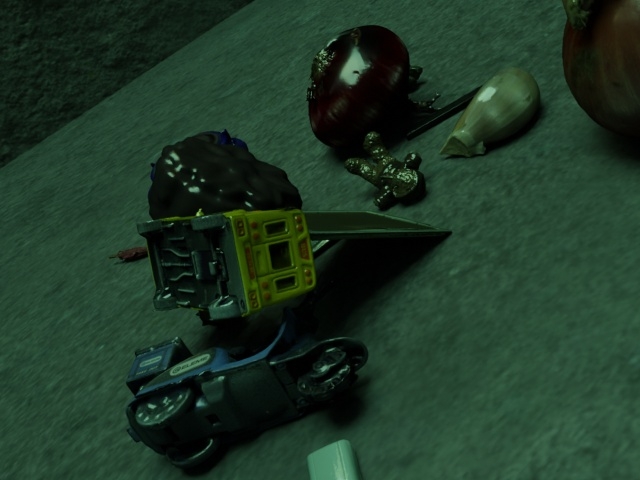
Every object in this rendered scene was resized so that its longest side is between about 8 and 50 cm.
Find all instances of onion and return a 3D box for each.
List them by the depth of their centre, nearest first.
[{"bbox_3d":[0.508,-0.305,1.043,0.354,0.353,0.353,-22,30,13],"label":"onion"},{"bbox_3d":[0.103,-0.305,1.509,0.273,0.285,0.273,-58,18,31],"label":"onion"}]

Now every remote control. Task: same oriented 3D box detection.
[{"bbox_3d":[0.020,0.288,0.786,0.061,0.029,0.162,-28,29,6],"label":"remote control"}]

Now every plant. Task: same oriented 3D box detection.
[{"bbox_3d":[0.153,-0.374,1.673,0.174,0.087,0.085,1,76,37],"label":"plant"}]

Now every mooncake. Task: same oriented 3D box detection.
[{"bbox_3d":[-0.168,-0.084,1.308,0.283,0.283,0.141,-101,31,-60],"label":"mooncake"}]

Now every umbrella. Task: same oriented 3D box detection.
[{"bbox_3d":[-0.399,0.026,1.585,0.165,0.025,0.027,-10,15,27],"label":"umbrella"}]

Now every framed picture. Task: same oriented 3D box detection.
[{"bbox_3d":[0.036,-0.026,1.131,0.273,0.016,0.216,-2,11,-35],"label":"framed picture"}]

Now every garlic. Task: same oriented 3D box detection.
[{"bbox_3d":[0.336,-0.261,1.326,0.149,0.128,0.266,12,38,35],"label":"garlic"}]

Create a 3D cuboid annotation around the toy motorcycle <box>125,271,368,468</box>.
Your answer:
[{"bbox_3d":[-0.105,0.176,0.981,0.359,0.125,0.212,-20,29,14],"label":"toy motorcycle"}]

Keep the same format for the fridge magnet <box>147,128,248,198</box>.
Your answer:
[{"bbox_3d":[-0.294,-0.167,1.706,0.266,0.112,0.265,-21,32,14],"label":"fridge magnet"}]

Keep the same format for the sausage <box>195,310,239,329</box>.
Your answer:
[{"bbox_3d":[-0.214,0.018,1.320,0.082,0.082,0.371,-29,38,2],"label":"sausage"}]

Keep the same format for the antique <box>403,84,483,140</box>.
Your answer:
[{"bbox_3d":[0.253,-0.259,1.458,0.192,0.015,0.031,-30,28,-1],"label":"antique"}]

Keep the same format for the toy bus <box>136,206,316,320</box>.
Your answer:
[{"bbox_3d":[-0.148,0.024,1.050,0.152,0.144,0.330,-14,7,-32],"label":"toy bus"}]

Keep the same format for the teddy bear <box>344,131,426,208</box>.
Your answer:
[{"bbox_3d":[0.125,-0.115,1.294,0.119,0.078,0.160,-50,53,0],"label":"teddy bear"}]

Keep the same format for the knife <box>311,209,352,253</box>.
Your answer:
[{"bbox_3d":[0.000,0.000,1.268,0.162,0.023,0.044,-39,34,-17],"label":"knife"}]
